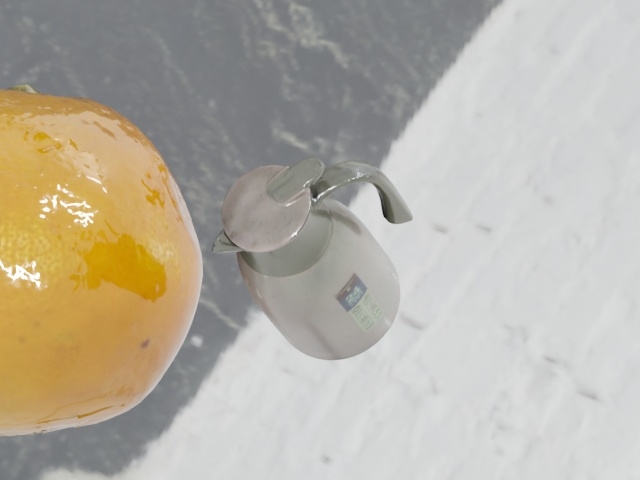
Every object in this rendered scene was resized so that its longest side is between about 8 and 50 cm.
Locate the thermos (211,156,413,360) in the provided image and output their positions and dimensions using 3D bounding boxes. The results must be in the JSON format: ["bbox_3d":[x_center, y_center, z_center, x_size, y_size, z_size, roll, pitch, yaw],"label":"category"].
[{"bbox_3d":[0.000,0.000,1.096,0.137,0.105,0.193,-32,151,2],"label":"thermos"}]

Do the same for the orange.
[{"bbox_3d":[-0.254,0.017,1.234,0.312,0.312,0.312,-23,122,-43],"label":"orange"}]
